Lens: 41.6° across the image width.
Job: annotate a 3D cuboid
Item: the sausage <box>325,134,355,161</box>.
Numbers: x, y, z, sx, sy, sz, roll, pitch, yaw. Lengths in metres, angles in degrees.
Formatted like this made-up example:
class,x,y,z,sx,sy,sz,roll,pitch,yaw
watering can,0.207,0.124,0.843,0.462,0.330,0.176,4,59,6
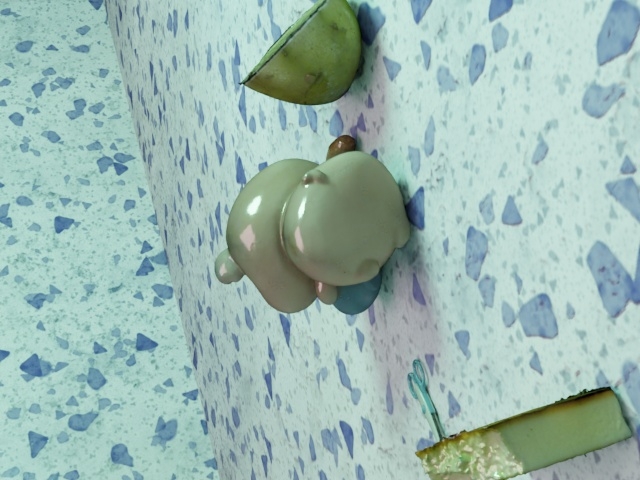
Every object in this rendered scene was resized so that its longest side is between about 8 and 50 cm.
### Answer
class,x,y,z,sx,sy,sz,roll,pitch,yaw
sausage,0.020,-0.080,1.228,0.186,0.043,0.043,102,152,-42

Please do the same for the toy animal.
class,x,y,z,sx,sy,sz,roll,pitch,yaw
toy animal,-0.010,-0.015,1.094,0.229,0.210,0.221,34,153,9

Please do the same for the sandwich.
class,x,y,z,sx,sy,sz,roll,pitch,yaw
sandwich,0.162,0.193,0.771,0.193,0.162,0.058,124,131,-63

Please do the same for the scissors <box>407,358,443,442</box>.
class,x,y,z,sx,sy,sz,roll,pitch,yaw
scissors,0.135,0.209,1.066,0.058,0.014,0.119,102,155,-46

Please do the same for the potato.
class,x,y,z,sx,sy,sz,roll,pitch,yaw
potato,-0.007,-0.242,1.138,0.117,0.182,0.202,41,174,-13
